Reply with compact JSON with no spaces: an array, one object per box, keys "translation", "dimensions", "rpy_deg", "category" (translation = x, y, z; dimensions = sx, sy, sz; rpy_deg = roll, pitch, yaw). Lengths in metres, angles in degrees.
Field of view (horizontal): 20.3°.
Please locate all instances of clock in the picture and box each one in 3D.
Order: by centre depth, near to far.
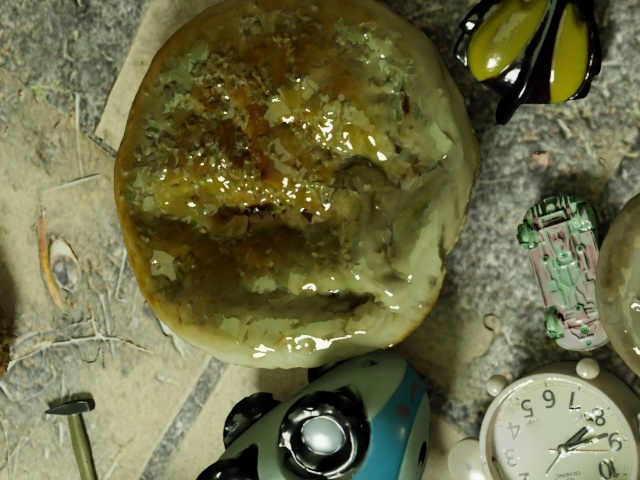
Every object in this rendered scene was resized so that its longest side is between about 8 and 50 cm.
[{"translation":[0.225,0.185,1.633],"dimensions":[0.229,0.063,0.155],"rpy_deg":[-15,91,27],"category":"clock"}]

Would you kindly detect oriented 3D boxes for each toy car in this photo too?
[{"translation":[0.226,0.029,1.601],"dimensions":[0.069,0.055,0.142],"rpy_deg":[-18,82,22],"category":"toy car"},{"translation":[0.008,0.220,1.686],"dimensions":[0.255,0.188,0.190],"rpy_deg":[-40,98,21],"category":"toy car"}]

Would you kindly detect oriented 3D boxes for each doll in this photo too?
[{"translation":[0.196,-0.212,1.546],"dimensions":[0.127,0.088,0.249],"rpy_deg":[30,110,19],"category":"doll"}]

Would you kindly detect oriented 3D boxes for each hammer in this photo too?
[{"translation":[-0.251,0.269,1.930],"dimensions":[0.062,0.013,0.199],"rpy_deg":[-9,96,29],"category":"hammer"}]

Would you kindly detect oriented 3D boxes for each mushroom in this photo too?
[{"translation":[0.318,0.051,1.466],"dimensions":[0.207,0.215,0.207],"rpy_deg":[9,112,22],"category":"mushroom"}]

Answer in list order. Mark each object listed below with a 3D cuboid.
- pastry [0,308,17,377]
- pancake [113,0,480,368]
[{"translation":[-0.468,0.107,1.896],"dimensions":[0.193,0.275,0.275],"rpy_deg":[-10,98,66],"category":"pastry"},{"translation":[-0.035,-0.062,1.661],"dimensions":[0.387,0.082,0.387],"rpy_deg":[-3,83,28],"category":"pancake"}]
